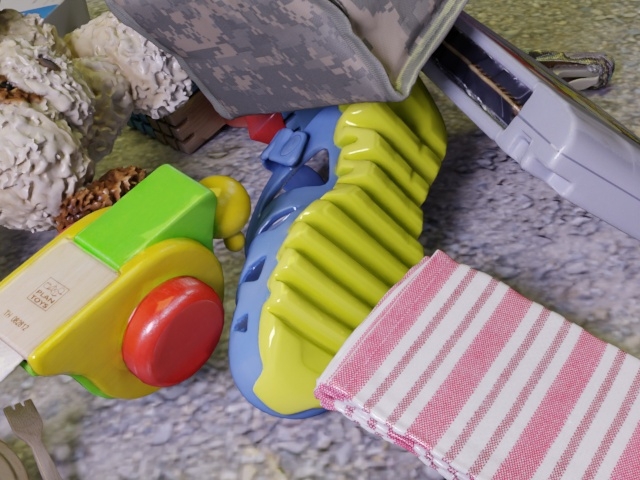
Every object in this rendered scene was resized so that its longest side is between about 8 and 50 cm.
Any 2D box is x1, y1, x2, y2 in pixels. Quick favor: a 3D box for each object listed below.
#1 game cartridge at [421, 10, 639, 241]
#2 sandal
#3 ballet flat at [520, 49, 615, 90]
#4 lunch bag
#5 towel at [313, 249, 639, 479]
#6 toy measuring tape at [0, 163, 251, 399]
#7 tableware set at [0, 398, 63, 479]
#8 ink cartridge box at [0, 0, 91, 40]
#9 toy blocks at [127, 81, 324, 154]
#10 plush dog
[{"bbox_3d":[0.169,-0.094,0.784,0.060,0.196,0.294,-52,35,15],"label":"game cartridge"},{"bbox_3d":[0.000,0.000,0.748,0.138,0.126,0.317,-24,29,34],"label":"sandal"},{"bbox_3d":[0.215,-0.156,0.974,0.114,0.041,0.041,3,36,16],"label":"ballet flat"},{"bbox_3d":[0.017,-0.241,0.757,0.235,0.169,0.287,4,57,55],"label":"lunch bag"},{"bbox_3d":[0.112,0.094,0.617,0.197,0.029,0.144,30,49,17],"label":"towel"},{"bbox_3d":[-0.158,0.078,0.618,0.121,0.121,0.330,26,58,38],"label":"toy measuring tape"},{"bbox_3d":[-0.241,0.109,0.624,0.128,0.039,0.194,-14,66,-39],"label":"tableware set"},{"bbox_3d":[-0.382,-0.219,1.144,0.231,0.078,0.134,2,36,15],"label":"ink cartridge box"},{"bbox_3d":[-0.094,-0.196,1.001,0.381,0.191,0.261,25,58,39],"label":"toy blocks"},{"bbox_3d":[-0.236,-0.095,0.770,0.211,0.262,0.225,-50,29,17],"label":"plush dog"}]
